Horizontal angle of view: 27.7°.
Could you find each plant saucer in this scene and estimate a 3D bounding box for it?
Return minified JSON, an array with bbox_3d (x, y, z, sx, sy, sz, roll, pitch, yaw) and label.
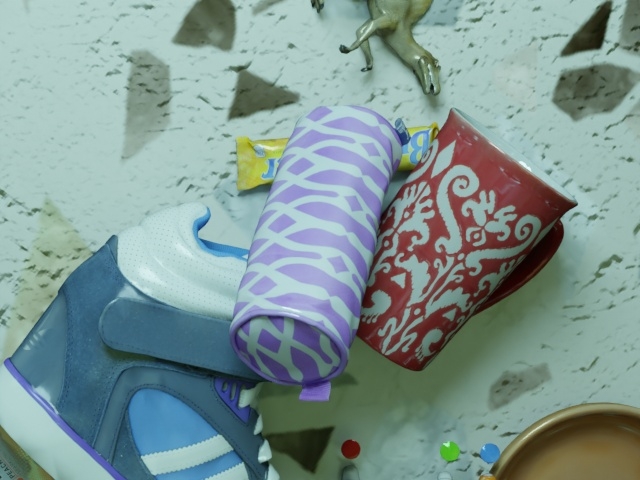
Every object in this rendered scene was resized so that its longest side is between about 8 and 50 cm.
[{"bbox_3d":[0.218,0.224,1.045,0.200,0.037,0.200,-2,100,-9],"label":"plant saucer"}]

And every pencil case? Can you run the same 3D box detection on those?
[{"bbox_3d":[0.000,0.000,0.884,0.086,0.206,0.088,0,139,23],"label":"pencil case"}]

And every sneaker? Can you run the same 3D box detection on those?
[{"bbox_3d":[-0.055,0.125,0.939,0.236,0.130,0.323,-46,109,-6],"label":"sneaker"}]

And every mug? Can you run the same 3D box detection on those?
[{"bbox_3d":[0.105,0.013,0.952,0.150,0.113,0.169,34,101,-18],"label":"mug"}]

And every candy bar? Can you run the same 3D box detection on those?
[{"bbox_3d":[0.016,-0.065,0.976,0.161,0.018,0.040,-5,100,-8],"label":"candy bar"}]

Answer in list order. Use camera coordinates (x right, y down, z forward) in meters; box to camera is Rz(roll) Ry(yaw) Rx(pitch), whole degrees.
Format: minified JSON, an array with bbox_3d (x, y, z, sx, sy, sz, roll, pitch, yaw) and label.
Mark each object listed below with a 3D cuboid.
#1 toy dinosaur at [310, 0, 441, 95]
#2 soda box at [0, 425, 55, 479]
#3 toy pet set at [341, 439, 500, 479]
[{"bbox_3d":[0.042,-0.192,0.952,0.092,0.053,0.183,-18,109,-22],"label":"toy dinosaur"},{"bbox_3d":[-0.244,0.147,0.946,0.063,0.058,0.183,-36,102,-1],"label":"soda box"},{"bbox_3d":[0.075,0.215,1.012,0.122,0.065,0.114,3,78,3],"label":"toy pet set"}]
